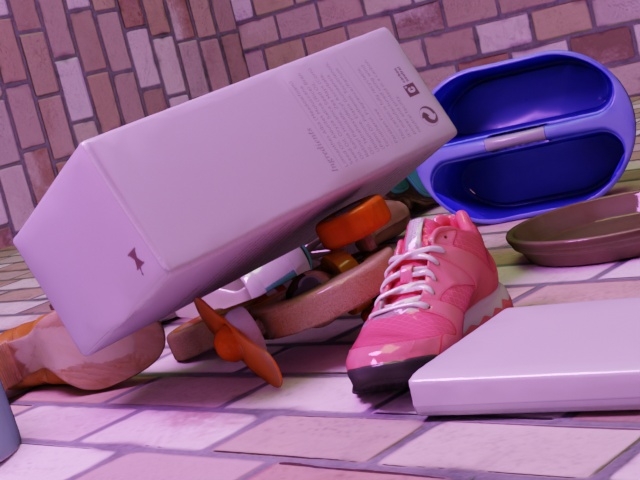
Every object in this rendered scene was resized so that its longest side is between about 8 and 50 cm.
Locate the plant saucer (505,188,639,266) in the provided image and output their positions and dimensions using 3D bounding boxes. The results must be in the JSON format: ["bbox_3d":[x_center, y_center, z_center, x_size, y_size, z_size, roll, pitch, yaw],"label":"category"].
[{"bbox_3d":[0.370,-0.018,1.513,0.278,0.041,0.278,-14,7,2],"label":"plant saucer"}]

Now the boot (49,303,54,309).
[{"bbox_3d":[-0.306,0.012,1.603,0.082,0.106,0.219,-16,13,25],"label":"boot"}]

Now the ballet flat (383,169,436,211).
[{"bbox_3d":[0.120,-0.084,2.154,0.124,0.116,0.342,-39,-7,22],"label":"ballet flat"}]

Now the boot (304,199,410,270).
[{"bbox_3d":[0.000,0.000,1.884,0.236,0.089,0.269,-1,12,16],"label":"boot"}]

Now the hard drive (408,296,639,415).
[{"bbox_3d":[0.253,0.088,0.991,0.307,0.040,0.203,-8,10,36],"label":"hard drive"}]

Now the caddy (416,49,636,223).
[{"bbox_3d":[0.314,-0.158,1.867,0.341,0.241,0.179,-11,2,21],"label":"caddy"}]

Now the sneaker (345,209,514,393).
[{"bbox_3d":[0.092,0.052,1.172,0.116,0.136,0.314,-11,9,25],"label":"sneaker"}]

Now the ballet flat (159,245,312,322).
[{"bbox_3d":[-0.188,0.058,1.704,0.400,0.139,0.139,-5,12,43],"label":"ballet flat"}]

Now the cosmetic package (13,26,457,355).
[{"bbox_3d":[-0.086,-0.063,1.361,0.453,0.161,0.230,-28,-8,-41],"label":"cosmetic package"}]

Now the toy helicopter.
[{"bbox_3d":[-0.062,0.088,1.359,0.355,0.140,0.235,-21,10,44],"label":"toy helicopter"}]

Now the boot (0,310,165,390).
[{"bbox_3d":[-0.287,0.115,1.503,0.295,0.104,0.211,-15,8,20],"label":"boot"}]

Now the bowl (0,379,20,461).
[{"bbox_3d":[-0.462,0.134,1.225,0.312,0.163,0.311,2,7,0],"label":"bowl"}]
